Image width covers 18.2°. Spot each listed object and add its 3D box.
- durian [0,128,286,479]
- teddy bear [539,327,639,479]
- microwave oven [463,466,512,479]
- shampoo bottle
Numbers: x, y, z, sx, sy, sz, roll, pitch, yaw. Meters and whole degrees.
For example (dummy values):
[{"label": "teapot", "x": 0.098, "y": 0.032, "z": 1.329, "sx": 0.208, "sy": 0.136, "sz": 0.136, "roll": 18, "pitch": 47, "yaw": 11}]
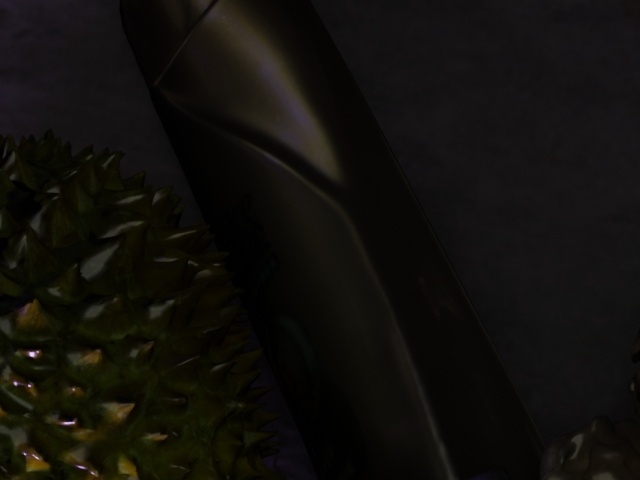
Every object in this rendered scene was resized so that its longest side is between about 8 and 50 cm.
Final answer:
[{"label": "durian", "x": -0.157, "y": 0.074, "z": 0.859, "sx": 0.291, "sy": 0.225, "sz": 0.291, "roll": -6, "pitch": 63, "yaw": 12}, {"label": "teddy bear", "x": 0.241, "y": 0.079, "z": 0.852, "sx": 0.267, "sy": 0.156, "sz": 0.256, "roll": 31, "pitch": 51, "yaw": -18}, {"label": "microwave oven", "x": -0.050, "y": 0.342, "z": 0.752, "sx": 0.432, "sy": 0.236, "sz": 0.374, "roll": -23, "pitch": 62, "yaw": 1}, {"label": "shampoo bottle", "x": 0.000, "y": 0.000, "z": 0.931, "sx": 0.084, "sy": 0.125, "sz": 0.350, "roll": -11, "pitch": 62, "yaw": -29}]
